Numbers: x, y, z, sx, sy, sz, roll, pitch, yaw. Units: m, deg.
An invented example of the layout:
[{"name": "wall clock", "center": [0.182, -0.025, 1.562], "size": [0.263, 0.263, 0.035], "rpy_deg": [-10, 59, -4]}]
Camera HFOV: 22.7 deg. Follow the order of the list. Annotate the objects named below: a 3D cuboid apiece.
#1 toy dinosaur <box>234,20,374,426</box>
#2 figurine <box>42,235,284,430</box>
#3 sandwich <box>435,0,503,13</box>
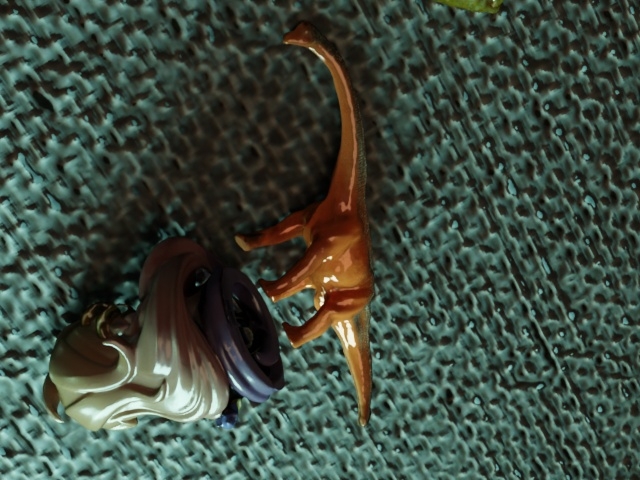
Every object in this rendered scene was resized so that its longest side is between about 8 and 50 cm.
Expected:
[{"name": "toy dinosaur", "center": [-0.003, -0.002, 1.050], "size": [0.101, 0.055, 0.280], "rpy_deg": [-24, 121, -16]}, {"name": "figurine", "center": [-0.106, 0.068, 1.017], "size": [0.157, 0.114, 0.126], "rpy_deg": [-16, 86, -4]}, {"name": "sandwich", "center": [0.063, -0.252, 0.929], "size": [0.186, 0.065, 0.215], "rpy_deg": [9, 114, -22]}]
